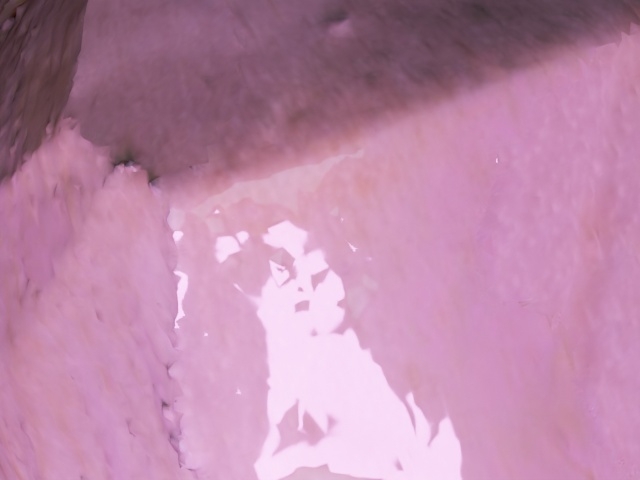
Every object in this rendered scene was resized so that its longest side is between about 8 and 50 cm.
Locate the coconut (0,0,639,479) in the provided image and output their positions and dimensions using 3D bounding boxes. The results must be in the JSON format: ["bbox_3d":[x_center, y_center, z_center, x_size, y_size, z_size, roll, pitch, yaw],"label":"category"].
[{"bbox_3d":[0.000,0.000,0.618,0.415,0.345,0.415,20,123,33],"label":"coconut"}]
